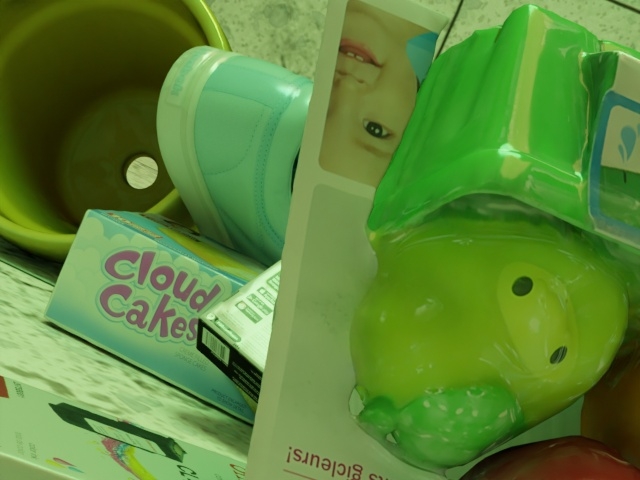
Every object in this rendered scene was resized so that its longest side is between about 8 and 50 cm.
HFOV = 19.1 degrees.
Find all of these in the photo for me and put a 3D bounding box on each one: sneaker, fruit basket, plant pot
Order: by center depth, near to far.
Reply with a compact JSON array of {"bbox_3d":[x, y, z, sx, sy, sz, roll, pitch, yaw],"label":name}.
[{"bbox_3d":[0.121,0.091,0.799,0.327,0.353,0.165,21,-32,-24],"label":"fruit basket"},{"bbox_3d":[0.000,0.000,1.491,0.150,0.135,0.366,18,-23,33],"label":"sneaker"},{"bbox_3d":[-0.177,-0.089,1.616,0.254,0.254,0.239,25,-9,14],"label":"plant pot"}]

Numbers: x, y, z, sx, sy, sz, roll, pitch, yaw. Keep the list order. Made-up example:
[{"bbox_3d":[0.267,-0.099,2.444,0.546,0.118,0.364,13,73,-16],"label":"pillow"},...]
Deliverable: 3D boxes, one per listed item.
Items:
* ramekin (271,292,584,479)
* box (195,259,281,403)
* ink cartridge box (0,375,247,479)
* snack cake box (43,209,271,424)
[{"bbox_3d":[0.103,0.104,1.044,0.272,0.127,0.273,4,-21,2],"label":"ramekin"},{"bbox_3d":[0.030,0.093,1.227,0.114,0.036,0.207,-34,62,-31],"label":"box"},{"bbox_3d":[-0.103,0.121,0.819,0.175,0.072,0.127,21,6,-17],"label":"ink cartridge box"},{"bbox_3d":[-0.047,0.070,1.370,0.264,0.089,0.152,25,7,13],"label":"snack cake box"}]
